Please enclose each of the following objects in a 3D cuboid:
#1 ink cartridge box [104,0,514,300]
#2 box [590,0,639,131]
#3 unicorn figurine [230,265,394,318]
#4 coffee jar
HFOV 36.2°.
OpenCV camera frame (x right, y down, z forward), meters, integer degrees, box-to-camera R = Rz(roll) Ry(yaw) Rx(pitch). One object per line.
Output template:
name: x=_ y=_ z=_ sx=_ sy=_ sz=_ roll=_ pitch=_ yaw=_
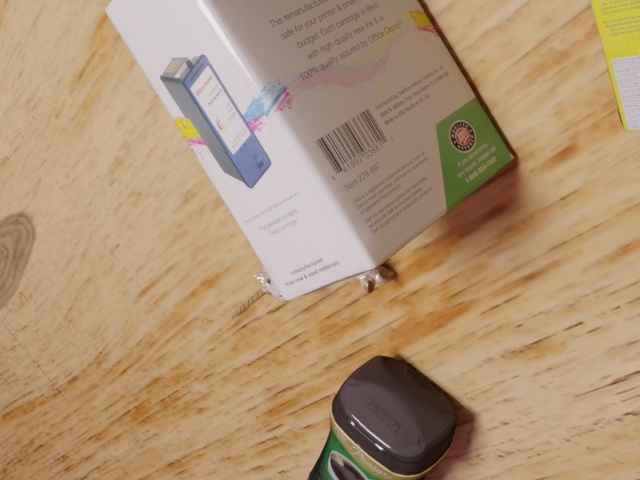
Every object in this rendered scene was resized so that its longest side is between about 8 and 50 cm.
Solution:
ink cartridge box: x=-0.003 y=-0.096 z=0.599 sx=0.093 sy=0.154 sz=0.212 roll=-24 pitch=100 yaw=52
box: x=0.179 y=-0.146 z=0.473 sx=0.105 sy=0.043 sz=0.179 roll=-1 pitch=118 yaw=45
unicorn figurine: x=0.000 y=0.000 z=0.747 sx=0.111 sy=0.060 sz=0.161 roll=23 pitch=115 yaw=33
coffee jar: x=0.045 y=0.180 z=0.803 sx=0.096 sy=0.079 sz=0.184 roll=39 pitch=139 yaw=22
